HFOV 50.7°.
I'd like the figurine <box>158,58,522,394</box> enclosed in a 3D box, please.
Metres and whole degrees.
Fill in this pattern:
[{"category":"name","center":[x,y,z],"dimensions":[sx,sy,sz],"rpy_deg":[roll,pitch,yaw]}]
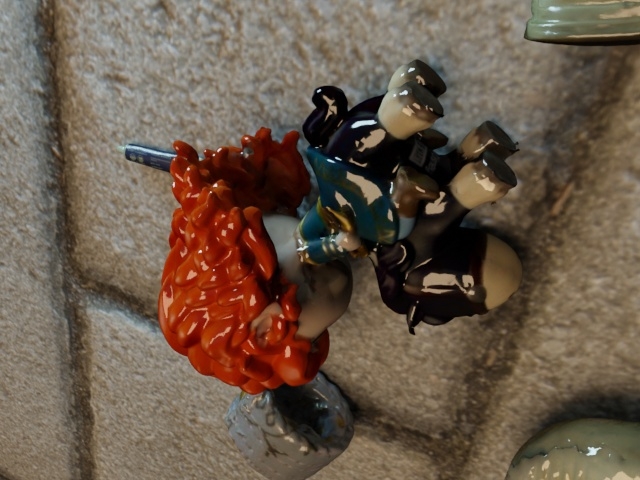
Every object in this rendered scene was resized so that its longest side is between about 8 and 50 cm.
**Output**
[{"category":"figurine","center":[0.012,0.000,0.704],"dimensions":[0.412,0.241,0.306],"rpy_deg":[-17,132,18]}]

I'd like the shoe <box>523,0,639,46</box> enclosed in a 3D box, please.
[{"category":"shoe","center":[0.288,-0.195,0.489],"dimensions":[0.275,0.103,0.098],"rpy_deg":[5,107,27]}]

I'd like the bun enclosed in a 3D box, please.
[{"category":"bun","center":[0.321,0.286,0.712],"dimensions":[0.239,0.141,0.239],"rpy_deg":[20,124,33]}]

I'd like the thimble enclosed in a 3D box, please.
[{"category":"thimble","center":[-0.043,0.245,0.909],"dimensions":[0.151,0.127,0.118],"rpy_deg":[45,128,7]}]

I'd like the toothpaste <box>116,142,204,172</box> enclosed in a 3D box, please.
[{"category":"toothpaste","center":[-0.208,-0.104,0.877],"dimensions":[0.140,0.021,0.037],"rpy_deg":[16,122,20]}]
